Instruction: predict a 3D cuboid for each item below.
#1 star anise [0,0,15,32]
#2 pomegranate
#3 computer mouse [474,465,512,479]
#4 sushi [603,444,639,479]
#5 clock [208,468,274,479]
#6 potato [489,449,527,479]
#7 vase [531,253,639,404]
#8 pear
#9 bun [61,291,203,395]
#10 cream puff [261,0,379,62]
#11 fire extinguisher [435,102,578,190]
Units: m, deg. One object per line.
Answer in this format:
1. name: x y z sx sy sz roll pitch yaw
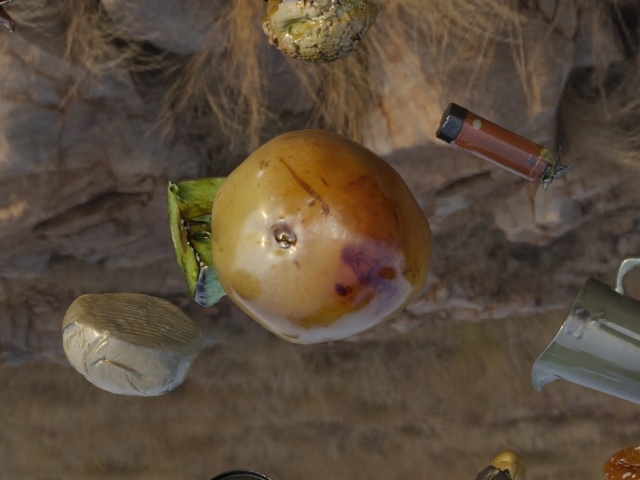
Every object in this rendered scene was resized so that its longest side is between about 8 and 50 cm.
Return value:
1. star anise: -0.493 -0.347 1.316 0.141 0.042 0.141 14 139 13
2. pomegranate: 0.000 0.000 1.254 0.319 0.319 0.319 1 156 0
3. computer mouse: 0.214 0.386 1.161 0.062 0.192 0.106 -1 -179 -23
4. sushi: 0.455 0.301 1.076 0.140 0.149 0.287 28 179 -27
5. clock: -0.140 0.488 1.580 0.184 0.184 0.040 -1 142 4
6. potato: 0.368 0.508 1.838 0.080 0.170 0.107 8 157 18
7. vase: 0.475 0.158 1.277 0.301 0.251 0.156 24 -164 24
8. pear: -0.155 -0.016 1.774 0.255 0.238 0.164 -15 145 -18
9. bun: -0.242 0.138 1.157 0.173 0.113 0.166 23 -164 8
10. cream puff: 0.001 -0.240 0.970 0.119 0.133 0.104 -11 118 -26
11. fire extinguisher: 0.235 -0.118 1.149 0.177 0.062 0.050 24 173 -3
